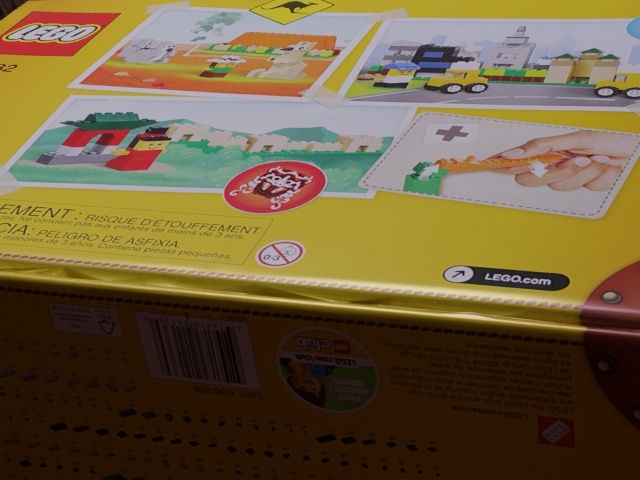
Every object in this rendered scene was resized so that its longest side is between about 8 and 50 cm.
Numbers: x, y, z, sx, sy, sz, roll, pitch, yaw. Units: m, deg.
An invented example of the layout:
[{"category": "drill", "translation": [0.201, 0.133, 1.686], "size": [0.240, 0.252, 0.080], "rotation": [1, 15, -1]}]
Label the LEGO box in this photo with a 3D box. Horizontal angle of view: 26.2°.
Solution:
[{"category": "LEGO box", "translation": [0.000, 0.000, 0.782], "size": [0.500, 0.193, 0.372], "rotation": [5, 33, 21]}]
